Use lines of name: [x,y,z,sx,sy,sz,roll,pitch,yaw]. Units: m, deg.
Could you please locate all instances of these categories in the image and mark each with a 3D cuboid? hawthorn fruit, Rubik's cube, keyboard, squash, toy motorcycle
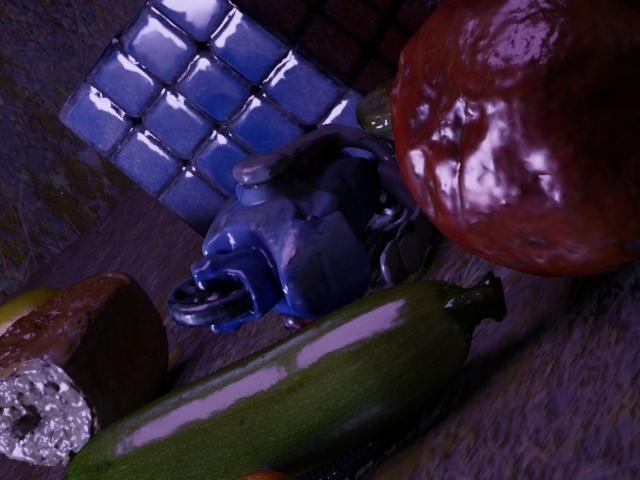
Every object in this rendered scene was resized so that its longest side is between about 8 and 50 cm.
hawthorn fruit: [0.177,-0.094,1.098,0.261,0.258,0.258,-5,30,24]
Rubik's cube: [-0.067,-0.229,1.977,0.337,0.344,0.344,-45,9,40]
keyboard: [-0.003,0.190,1.230,0.155,0.010,0.053,-38,14,21]
squash: [-0.028,0.130,1.208,0.395,0.107,0.107,-28,16,19]
toy motorcycle: [-0.011,-0.020,1.562,0.241,0.182,0.319,-36,12,29]

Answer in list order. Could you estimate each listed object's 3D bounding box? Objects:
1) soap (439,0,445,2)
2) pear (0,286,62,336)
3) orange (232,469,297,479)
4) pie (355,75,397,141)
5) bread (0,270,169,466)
soap: [0.220,-0.269,1.303,0.169,0.338,0.304,-52,13,-30]
pear: [-0.398,0.173,2.196,0.187,0.187,0.220,-39,26,18]
orange: [-0.044,0.210,1.153,0.083,0.070,0.083,-25,22,11]
pie: [0.171,-0.166,1.608,0.302,0.067,0.302,-20,15,6]
bread: [-0.300,0.172,1.859,0.195,0.176,0.246,-21,19,32]
